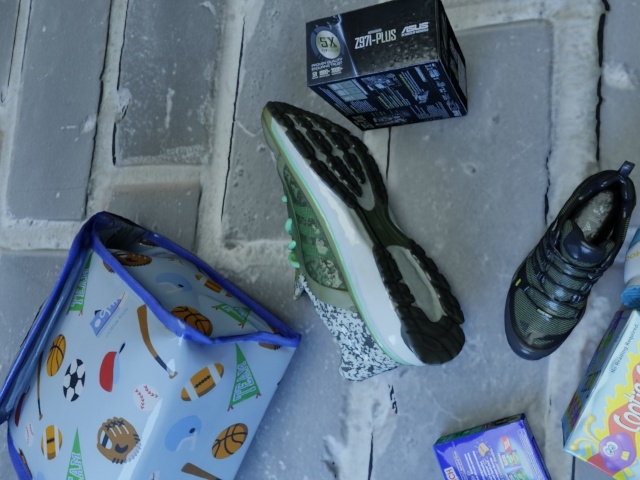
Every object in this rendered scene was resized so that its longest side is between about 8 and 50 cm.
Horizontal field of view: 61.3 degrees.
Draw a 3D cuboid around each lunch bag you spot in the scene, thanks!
[{"bbox_3d":[-0.273,0.167,0.732,0.385,0.239,0.328,32,97,40],"label":"lunch bag"}]

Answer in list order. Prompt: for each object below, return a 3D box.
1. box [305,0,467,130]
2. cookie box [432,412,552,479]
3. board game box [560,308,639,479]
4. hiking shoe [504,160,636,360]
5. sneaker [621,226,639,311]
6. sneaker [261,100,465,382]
[{"bbox_3d":[0.086,-0.200,0.639,0.147,0.180,0.078,-4,83,24],"label":"box"},{"bbox_3d":[0.194,0.257,0.608,0.107,0.040,0.092,-24,74,19],"label":"cookie box"},{"bbox_3d":[0.381,0.185,0.477,0.275,0.144,0.142,26,93,24],"label":"board game box"},{"bbox_3d":[0.256,0.022,0.570,0.086,0.114,0.227,26,94,25],"label":"hiking shoe"},{"bbox_3d":[0.417,0.038,0.512,0.228,0.087,0.092,13,65,15],"label":"sneaker"},{"bbox_3d":[0.000,0.000,0.685,0.182,0.158,0.410,-42,63,33],"label":"sneaker"}]
